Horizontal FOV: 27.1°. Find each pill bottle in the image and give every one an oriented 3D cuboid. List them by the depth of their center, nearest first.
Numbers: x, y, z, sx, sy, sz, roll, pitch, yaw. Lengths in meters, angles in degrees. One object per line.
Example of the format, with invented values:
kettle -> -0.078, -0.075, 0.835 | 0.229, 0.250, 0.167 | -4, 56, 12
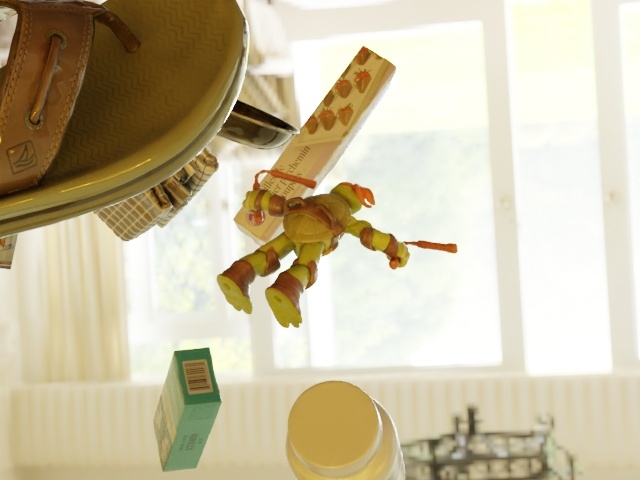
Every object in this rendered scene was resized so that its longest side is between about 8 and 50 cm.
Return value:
pill bottle -> 0.028, 0.247, 1.552 | 0.131, 0.131, 0.229 | -3, 155, 6

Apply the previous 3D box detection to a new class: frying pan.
frying pan -> -0.180, -0.182, 1.605 | 0.326, 0.053, 0.197 | 22, -171, 0

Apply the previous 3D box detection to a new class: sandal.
sandal -> -0.158, -0.063, 0.635 | 0.303, 0.086, 0.120 | -30, -128, -29

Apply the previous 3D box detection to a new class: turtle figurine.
turtle figurine -> 0.000, 0.000, 1.485 | 0.269, 0.087, 0.217 | 24, -128, 22

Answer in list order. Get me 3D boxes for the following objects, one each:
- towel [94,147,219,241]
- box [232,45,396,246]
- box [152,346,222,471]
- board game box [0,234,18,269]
towel -> -0.320, -0.134, 2.018 | 0.121, 0.283, 0.235 | -47, -172, -33
box -> -0.004, -0.134, 1.921 | 0.063, 0.324, 0.067 | 34, 170, 13
box -> -0.215, 0.272, 2.112 | 0.060, 0.100, 0.244 | -4, 147, -19
board game box -> -0.476, -0.064, 1.826 | 0.136, 0.201, 0.035 | 7, -164, -31
